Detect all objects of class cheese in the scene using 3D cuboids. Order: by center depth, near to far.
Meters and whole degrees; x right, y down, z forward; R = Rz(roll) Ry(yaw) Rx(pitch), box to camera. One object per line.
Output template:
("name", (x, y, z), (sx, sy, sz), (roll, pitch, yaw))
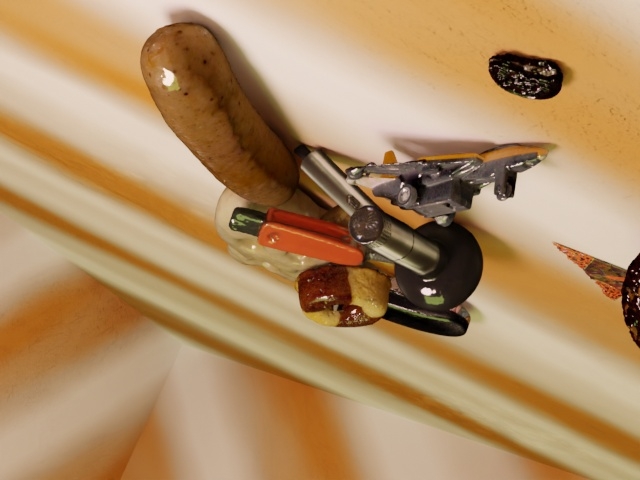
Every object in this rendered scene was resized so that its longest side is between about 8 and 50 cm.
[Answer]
("cheese", (-0.025, -0.005, 2.143), (0.328, 0.129, 0.351), (16, 164, 6))

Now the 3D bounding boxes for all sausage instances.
("sausage", (-0.144, -0.168, 1.759), (0.123, 0.136, 0.501), (-1, 156, 19))

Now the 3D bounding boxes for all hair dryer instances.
("hair dryer", (0.108, -0.054, 1.845), (0.320, 0.156, 0.284), (34, -154, -52))

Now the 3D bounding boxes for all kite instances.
("kite", (0.483, 0.058, 1.849), (0.125, 0.008, 0.222), (2, 154, 46))

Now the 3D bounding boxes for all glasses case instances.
("glasses case", (0.160, 0.127, 2.377), (0.321, 0.082, 0.122), (18, 164, 14))

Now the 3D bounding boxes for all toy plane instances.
("toy plane", (0.200, -0.082, 1.614), (0.204, 0.103, 0.316), (22, 167, -35))

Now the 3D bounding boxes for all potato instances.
("potato", (0.035, -0.021, 2.028), (0.091, 0.070, 0.138), (3, 145, -44))

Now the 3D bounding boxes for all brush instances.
("brush", (0.000, 0.001, 1.957), (0.323, 0.051, 0.070), (12, 136, -8))

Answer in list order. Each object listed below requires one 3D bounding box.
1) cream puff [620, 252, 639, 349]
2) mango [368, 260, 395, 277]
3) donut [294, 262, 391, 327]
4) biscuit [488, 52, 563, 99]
("cream puff", (0.545, 0.104, 1.620), (0.239, 0.165, 0.239), (24, 162, 8))
("mango", (0.131, 0.026, 2.098), (0.127, 0.077, 0.063), (22, -179, -19))
("donut", (0.042, 0.109, 2.128), (0.184, 0.073, 0.166), (9, 148, -14))
("biscuit", (0.243, -0.196, 1.332), (0.087, 0.027, 0.089), (29, 164, -21))
